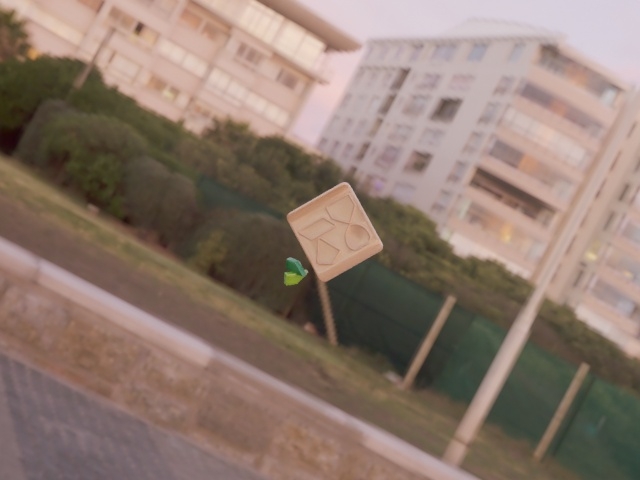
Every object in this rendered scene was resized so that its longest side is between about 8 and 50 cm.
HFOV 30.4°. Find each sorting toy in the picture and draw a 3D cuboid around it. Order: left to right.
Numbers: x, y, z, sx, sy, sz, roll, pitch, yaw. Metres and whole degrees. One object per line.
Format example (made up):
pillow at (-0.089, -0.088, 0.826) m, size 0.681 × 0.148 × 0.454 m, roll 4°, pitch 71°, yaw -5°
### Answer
sorting toy at (0.000, 0.000, 0.928) m, size 0.062 × 0.083 × 0.012 m, roll 61°, pitch 6°, yaw 7°
